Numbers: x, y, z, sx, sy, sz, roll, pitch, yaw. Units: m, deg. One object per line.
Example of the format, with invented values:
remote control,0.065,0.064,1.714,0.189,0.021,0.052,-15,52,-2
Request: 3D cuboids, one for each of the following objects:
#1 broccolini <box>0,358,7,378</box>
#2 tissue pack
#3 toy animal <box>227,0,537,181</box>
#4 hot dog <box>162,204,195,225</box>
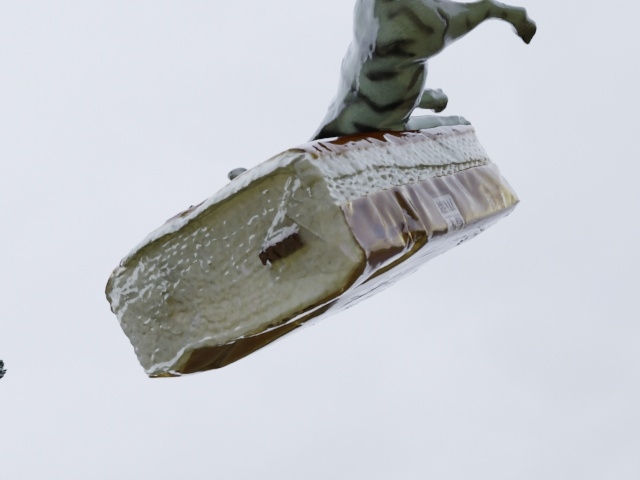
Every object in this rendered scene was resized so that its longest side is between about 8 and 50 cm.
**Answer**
broccolini,-0.392,0.175,0.815,0.254,0.057,0.071,-35,-73,-9
tissue pack,0.000,0.000,0.596,0.183,0.092,0.226,-33,-7,32
toy animal,0.056,-0.107,0.717,0.170,0.090,0.255,2,-53,-50
hot dog,-0.171,0.038,1.318,0.161,0.099,0.227,-17,-29,-13
